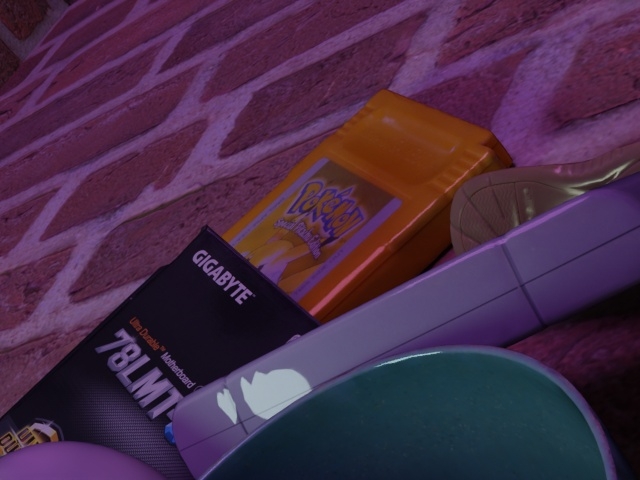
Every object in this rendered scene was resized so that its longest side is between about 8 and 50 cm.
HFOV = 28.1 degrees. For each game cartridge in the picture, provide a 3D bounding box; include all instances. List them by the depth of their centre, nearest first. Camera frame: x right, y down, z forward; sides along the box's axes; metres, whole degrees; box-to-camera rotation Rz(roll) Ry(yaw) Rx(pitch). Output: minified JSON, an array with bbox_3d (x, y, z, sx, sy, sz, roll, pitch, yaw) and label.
[{"bbox_3d":[0.066,0.044,0.706,0.297,0.062,0.198,-29,-10,27],"label":"game cartridge"},{"bbox_3d":[0.000,0.000,1.161,0.323,0.053,0.285,-45,24,-4],"label":"game cartridge"}]

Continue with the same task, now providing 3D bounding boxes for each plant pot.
[{"bbox_3d":[0.048,0.215,0.536,0.290,0.195,0.290,-34,25,18],"label":"plant pot"}]

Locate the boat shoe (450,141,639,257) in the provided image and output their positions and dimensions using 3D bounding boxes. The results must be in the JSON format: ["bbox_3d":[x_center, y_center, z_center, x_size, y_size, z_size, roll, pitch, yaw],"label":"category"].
[{"bbox_3d":[0.213,-0.016,0.805,0.285,0.103,0.092,-4,8,46],"label":"boat shoe"}]

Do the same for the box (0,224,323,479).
[{"bbox_3d":[-0.112,0.159,0.956,0.293,0.073,0.295,-45,39,-5],"label":"box"}]

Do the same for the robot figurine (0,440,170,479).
[{"bbox_3d":[-0.188,0.251,0.721,0.353,0.200,0.300,-37,13,1],"label":"robot figurine"}]
